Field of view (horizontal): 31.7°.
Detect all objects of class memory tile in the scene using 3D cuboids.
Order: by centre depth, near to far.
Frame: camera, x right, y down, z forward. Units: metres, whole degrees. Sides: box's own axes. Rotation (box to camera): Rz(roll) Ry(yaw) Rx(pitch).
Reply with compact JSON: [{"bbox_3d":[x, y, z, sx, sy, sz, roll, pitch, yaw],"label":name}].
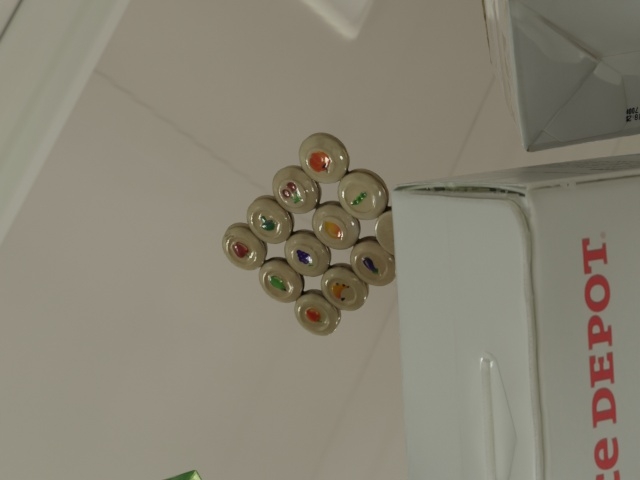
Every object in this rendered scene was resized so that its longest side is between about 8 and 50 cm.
[{"bbox_3d":[0.000,0.000,0.808,0.113,0.012,0.148,43,129,-1],"label":"memory tile"}]

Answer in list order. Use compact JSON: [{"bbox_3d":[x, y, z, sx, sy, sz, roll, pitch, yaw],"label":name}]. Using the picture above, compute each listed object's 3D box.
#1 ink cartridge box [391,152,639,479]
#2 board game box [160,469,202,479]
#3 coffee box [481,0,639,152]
[{"bbox_3d":[0.202,0.064,0.590,0.306,0.226,0.131,-6,-174,-23],"label":"ink cartridge box"},{"bbox_3d":[-0.121,0.337,0.796,0.242,0.064,0.316,-21,104,25],"label":"board game box"},{"bbox_3d":[0.180,-0.146,0.725,0.141,0.098,0.246,-9,-160,6],"label":"coffee box"}]
